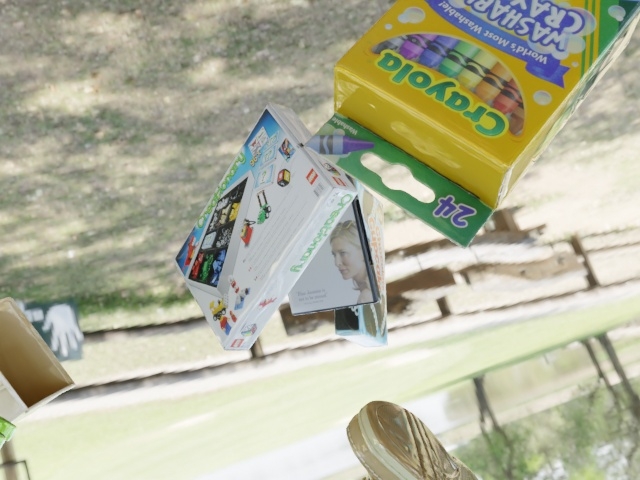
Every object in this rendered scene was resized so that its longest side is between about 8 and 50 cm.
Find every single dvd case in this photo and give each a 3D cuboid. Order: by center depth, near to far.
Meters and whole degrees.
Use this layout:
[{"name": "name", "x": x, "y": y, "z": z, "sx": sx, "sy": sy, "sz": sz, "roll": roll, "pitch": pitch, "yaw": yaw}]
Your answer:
[{"name": "dvd case", "x": 0.000, "y": 0.000, "z": 1.540, "sx": 0.180, "sy": 0.253, "sz": 0.022, "roll": -11, "pitch": -177, "yaw": 30}]

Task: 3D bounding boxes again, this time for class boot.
[{"name": "boot", "x": 0.041, "y": 0.269, "z": 0.865, "sx": 0.203, "sy": 0.095, "sz": 0.262, "roll": -29, "pitch": 138, "yaw": 15}]

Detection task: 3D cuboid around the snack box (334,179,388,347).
[{"name": "snack box", "x": 0.084, "y": 0.053, "z": 1.816, "sx": 0.060, "sy": 0.322, "sz": 0.187, "roll": -7, "pitch": 164, "yaw": 20}]

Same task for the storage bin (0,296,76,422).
[{"name": "storage bin", "x": -0.661, "y": 0.247, "z": 1.748, "sx": 0.123, "sy": 0.260, "sz": 0.262, "roll": -36, "pitch": 179, "yaw": 4}]

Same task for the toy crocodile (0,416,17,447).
[{"name": "toy crocodile", "x": -0.513, "y": 0.294, "z": 1.223, "sx": 0.115, "sy": 0.105, "sz": 0.340, "roll": -59, "pitch": -172, "yaw": -13}]

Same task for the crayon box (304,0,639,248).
[{"name": "crayon box", "x": 0.158, "y": -0.173, "z": 0.877, "sx": 0.323, "sy": 0.203, "sz": 0.083, "roll": -49, "pitch": 161, "yaw": -21}]

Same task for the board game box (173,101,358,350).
[{"name": "board game box", "x": -0.089, "y": -0.017, "z": 1.232, "sx": 0.053, "sy": 0.193, "sz": 0.305, "roll": 8, "pitch": 127, "yaw": -44}]
